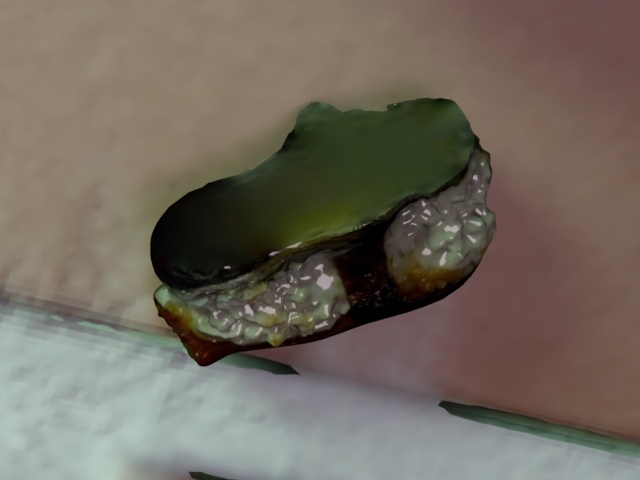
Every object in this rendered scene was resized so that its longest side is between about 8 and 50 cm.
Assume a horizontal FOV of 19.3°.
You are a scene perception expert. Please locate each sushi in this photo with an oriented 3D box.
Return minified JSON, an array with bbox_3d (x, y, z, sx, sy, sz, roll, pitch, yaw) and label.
[{"bbox_3d":[0.000,0.000,0.442,0.083,0.044,0.046,-21,138,-9],"label":"sushi"}]
